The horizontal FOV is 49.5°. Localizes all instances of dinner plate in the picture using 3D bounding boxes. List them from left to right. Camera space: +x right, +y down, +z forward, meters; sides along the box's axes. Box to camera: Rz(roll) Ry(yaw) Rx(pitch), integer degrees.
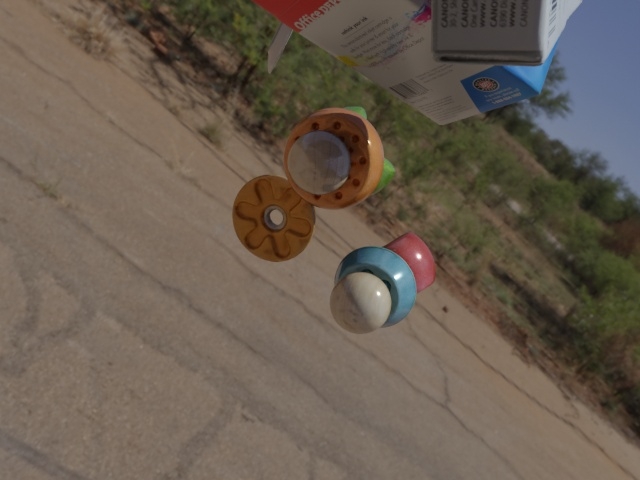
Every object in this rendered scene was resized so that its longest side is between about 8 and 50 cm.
[{"bbox_3d":[-0.043,-0.288,0.916,0.017,0.141,0.141,25,18,-14],"label":"dinner plate"}]

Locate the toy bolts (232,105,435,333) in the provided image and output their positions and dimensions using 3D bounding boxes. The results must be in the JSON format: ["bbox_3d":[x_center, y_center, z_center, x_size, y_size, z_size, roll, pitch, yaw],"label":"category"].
[{"bbox_3d":[0.000,0.000,0.719,0.228,0.218,0.158,59,22,-1],"label":"toy bolts"}]

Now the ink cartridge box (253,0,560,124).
[{"bbox_3d":[0.058,-0.189,0.547,0.231,0.078,0.134,28,-13,-22],"label":"ink cartridge box"}]

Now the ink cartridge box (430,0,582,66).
[{"bbox_3d":[0.118,-0.255,0.375,0.060,0.275,0.239,7,26,21],"label":"ink cartridge box"}]
